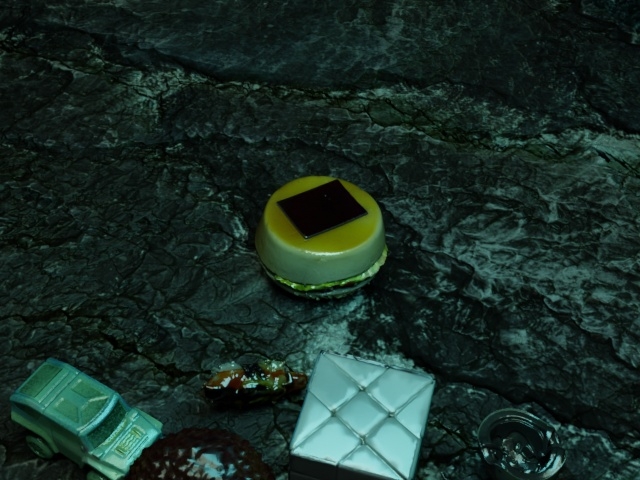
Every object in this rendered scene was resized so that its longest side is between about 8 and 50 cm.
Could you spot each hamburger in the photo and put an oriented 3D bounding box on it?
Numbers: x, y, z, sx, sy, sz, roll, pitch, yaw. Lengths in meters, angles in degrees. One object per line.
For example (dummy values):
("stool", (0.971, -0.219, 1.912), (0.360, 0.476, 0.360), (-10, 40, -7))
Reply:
("hamburger", (0.000, 0.000, 2.141), (0.300, 0.176, 0.300), (2, 48, -2))

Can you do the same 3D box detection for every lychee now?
("lychee", (-0.213, 0.450, 1.669), (0.264, 0.264, 0.300), (29, 21, 20))

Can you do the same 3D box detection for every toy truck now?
("toy truck", (-0.433, 0.344, 1.818), (0.279, 0.156, 0.155), (26, 52, 19))

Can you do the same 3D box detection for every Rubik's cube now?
("Rubik's cube", (0.073, 0.368, 1.786), (0.222, 0.224, 0.231), (13, 50, 9))

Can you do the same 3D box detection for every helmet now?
("helmet", (0.376, 0.413, 1.853), (0.153, 0.107, 0.177), (-10, 31, -9))

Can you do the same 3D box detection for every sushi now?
("sushi", (-0.136, 0.281, 1.937), (0.226, 0.097, 0.103), (1, 52, -23))
